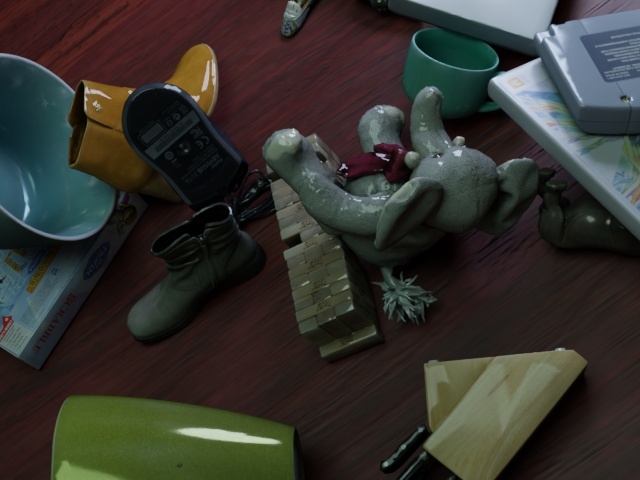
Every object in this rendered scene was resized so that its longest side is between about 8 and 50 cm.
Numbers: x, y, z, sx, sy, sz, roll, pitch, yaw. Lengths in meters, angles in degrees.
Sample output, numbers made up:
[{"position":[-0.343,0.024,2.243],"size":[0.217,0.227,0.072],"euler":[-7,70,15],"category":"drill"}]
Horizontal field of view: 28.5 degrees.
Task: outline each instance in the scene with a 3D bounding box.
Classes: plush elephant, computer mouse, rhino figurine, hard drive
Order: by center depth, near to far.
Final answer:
[{"position":[0.395,-0.029,1.651],"size":[0.243,0.106,0.073],"euler":[8,28,26],"category":"rhino figurine"},{"position":[0.127,-0.079,1.685],"size":[0.255,0.272,0.330],"euler":[-38,69,44],"category":"plush elephant"},{"position":[0.268,-0.459,1.892],"size":[0.233,0.047,0.353],"euler":[19,66,7],"category":"hard drive"},{"position":[-0.198,-0.121,1.910],"size":[0.188,0.272,0.072],"euler":[-35,15,3],"category":"computer mouse"}]

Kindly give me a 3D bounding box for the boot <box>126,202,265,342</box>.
[{"position":[-0.211,0.040,1.847],"size":[0.246,0.161,0.083],"euler":[-34,55,5],"category":"boot"}]

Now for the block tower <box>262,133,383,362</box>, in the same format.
[{"position":[0.000,0.000,1.810],"size":[0.091,0.097,0.335],"euler":[-24,58,17],"category":"block tower"}]

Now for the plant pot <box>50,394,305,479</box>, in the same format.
[{"position":[-0.171,0.323,1.647],"size":[0.294,0.274,0.274],"euler":[-7,61,3],"category":"plant pot"}]

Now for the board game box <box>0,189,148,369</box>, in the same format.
[{"position":[-0.489,0.005,2.047],"size":[0.318,0.066,0.318],"euler":[26,76,32],"category":"board game box"}]

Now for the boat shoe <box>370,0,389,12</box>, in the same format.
[{"position":[0.102,-0.382,1.996],"size":[0.133,0.049,0.042],"euler":[33,109,27],"category":"boat shoe"}]

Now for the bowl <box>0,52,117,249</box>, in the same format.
[{"position":[-0.479,-0.111,1.912],"size":[0.163,0.311,0.311],"euler":[-27,55,31],"category":"bowl"}]

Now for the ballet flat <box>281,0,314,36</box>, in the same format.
[{"position":[-0.035,-0.389,2.061],"size":[0.041,0.041,0.114],"euler":[27,78,33],"category":"ballet flat"}]

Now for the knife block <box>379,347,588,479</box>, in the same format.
[{"position":[0.207,0.269,1.578],"size":[0.276,0.088,0.242],"euler":[-6,76,6],"category":"knife block"}]

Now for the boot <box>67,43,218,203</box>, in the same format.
[{"position":[-0.281,-0.216,1.973],"size":[0.104,0.211,0.295],"euler":[-17,57,49],"category":"boot"}]

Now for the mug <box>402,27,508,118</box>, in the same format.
[{"position":[0.192,-0.229,1.823],"size":[0.129,0.097,0.158],"euler":[-12,42,-33],"category":"mug"}]

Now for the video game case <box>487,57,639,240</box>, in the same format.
[{"position":[0.438,-0.164,1.662],"size":[0.300,0.036,0.329],"euler":[-25,53,-19],"category":"video game case"}]

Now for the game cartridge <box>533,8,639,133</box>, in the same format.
[{"position":[0.453,-0.230,1.662],"size":[0.297,0.062,0.198],"euler":[-10,53,-8],"category":"game cartridge"}]
